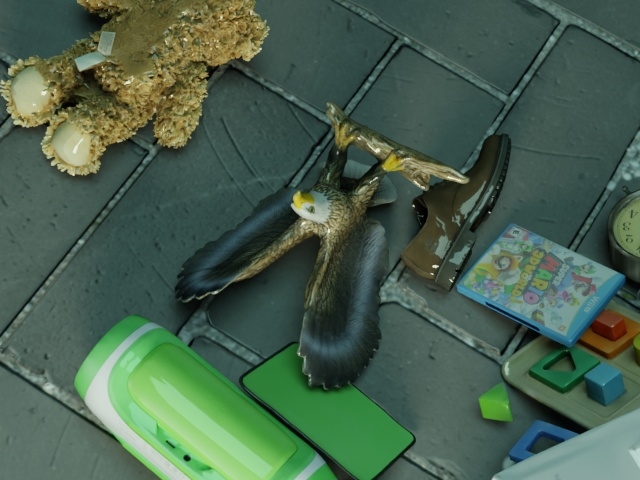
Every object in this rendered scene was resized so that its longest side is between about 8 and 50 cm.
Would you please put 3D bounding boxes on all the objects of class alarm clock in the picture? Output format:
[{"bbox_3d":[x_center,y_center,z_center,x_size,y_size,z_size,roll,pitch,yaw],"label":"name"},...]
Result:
[{"bbox_3d":[0.414,0.012,1.993,0.129,0.064,0.192,5,47,15],"label":"alarm clock"}]

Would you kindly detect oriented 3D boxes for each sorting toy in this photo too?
[{"bbox_3d":[0.336,0.138,1.897,0.348,0.047,0.196,-33,39,-22],"label":"sorting toy"}]

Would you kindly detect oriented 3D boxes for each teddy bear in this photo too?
[{"bbox_3d":[-0.230,-0.219,2.028,0.245,0.113,0.338,30,70,16],"label":"teddy bear"}]

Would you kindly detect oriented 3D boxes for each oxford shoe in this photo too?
[{"bbox_3d":[0.167,-0.053,1.999,0.096,0.083,0.227,26,61,10],"label":"oxford shoe"}]

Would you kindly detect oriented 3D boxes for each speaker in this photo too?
[{"bbox_3d":[-0.126,0.214,1.792,0.296,0.131,0.131,38,64,12],"label":"speaker"}]

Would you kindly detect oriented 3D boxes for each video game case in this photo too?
[{"bbox_3d":[0.265,0.052,1.961,0.166,0.015,0.119,27,59,31],"label":"video game case"}]

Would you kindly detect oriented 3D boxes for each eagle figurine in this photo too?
[{"bbox_3d":[-0.007,-0.004,1.912,0.225,0.226,0.298,29,90,-36],"label":"eagle figurine"}]

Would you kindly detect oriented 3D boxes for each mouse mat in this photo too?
[{"bbox_3d":[0.010,0.192,1.841,0.190,0.007,0.152,39,28,12],"label":"mouse mat"}]

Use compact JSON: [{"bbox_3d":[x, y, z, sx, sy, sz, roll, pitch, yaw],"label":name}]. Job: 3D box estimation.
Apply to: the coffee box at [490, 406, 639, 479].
[{"bbox_3d":[0.361,0.372,1.660,0.338,0.334,0.337,-23,67,-21],"label":"coffee box"}]
